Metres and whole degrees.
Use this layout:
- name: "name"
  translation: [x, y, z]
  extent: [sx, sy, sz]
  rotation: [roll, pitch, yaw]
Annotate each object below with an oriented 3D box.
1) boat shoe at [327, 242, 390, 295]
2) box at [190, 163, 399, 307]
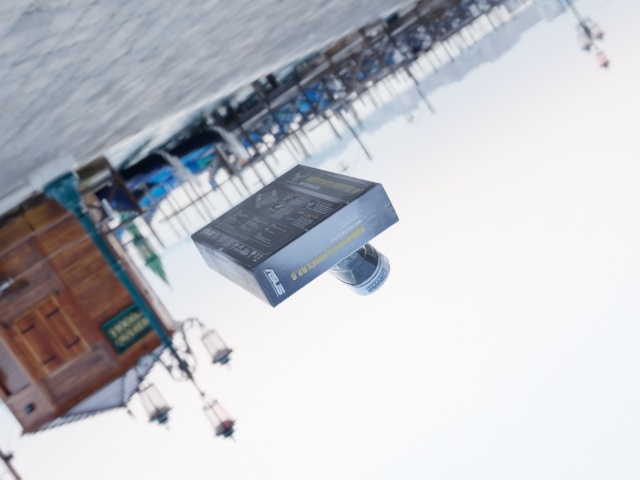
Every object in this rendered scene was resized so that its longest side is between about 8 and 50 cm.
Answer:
- name: "boat shoe"
  translation: [-0.003, 0.003, 1.504]
  extent: [0.113, 0.105, 0.306]
  rotation: [-50, -148, -1]
- name: "box"
  translation: [-0.039, -0.014, 1.076]
  extent: [0.183, 0.056, 0.231]
  rotation: [-34, -157, -17]
